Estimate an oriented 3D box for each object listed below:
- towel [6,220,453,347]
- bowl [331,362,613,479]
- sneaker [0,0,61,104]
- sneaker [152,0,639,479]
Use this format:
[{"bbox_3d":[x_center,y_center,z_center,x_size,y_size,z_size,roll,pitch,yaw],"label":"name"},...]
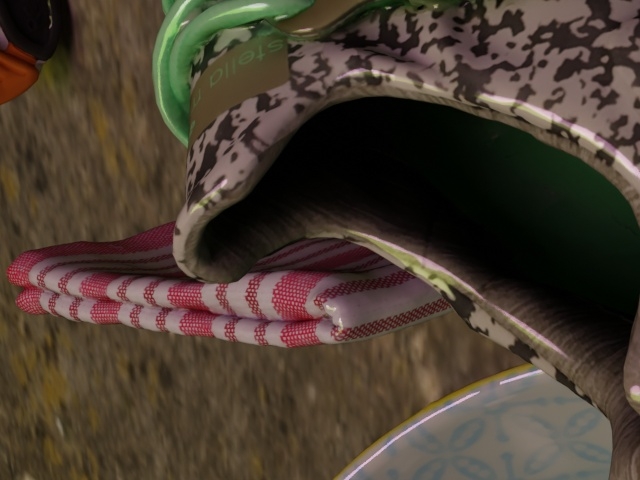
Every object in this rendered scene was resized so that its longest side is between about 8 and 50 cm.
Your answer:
[{"bbox_3d":[0.000,0.000,0.619,0.197,0.144,0.029,3,107,52],"label":"towel"},{"bbox_3d":[0.121,0.186,0.569,0.289,0.289,0.156,38,-176,27],"label":"bowl"},{"bbox_3d":[-0.209,-0.181,0.790,0.121,0.099,0.262,15,127,52],"label":"sneaker"},{"bbox_3d":[0.008,-0.069,0.514,0.410,0.182,0.158,33,139,33],"label":"sneaker"}]
